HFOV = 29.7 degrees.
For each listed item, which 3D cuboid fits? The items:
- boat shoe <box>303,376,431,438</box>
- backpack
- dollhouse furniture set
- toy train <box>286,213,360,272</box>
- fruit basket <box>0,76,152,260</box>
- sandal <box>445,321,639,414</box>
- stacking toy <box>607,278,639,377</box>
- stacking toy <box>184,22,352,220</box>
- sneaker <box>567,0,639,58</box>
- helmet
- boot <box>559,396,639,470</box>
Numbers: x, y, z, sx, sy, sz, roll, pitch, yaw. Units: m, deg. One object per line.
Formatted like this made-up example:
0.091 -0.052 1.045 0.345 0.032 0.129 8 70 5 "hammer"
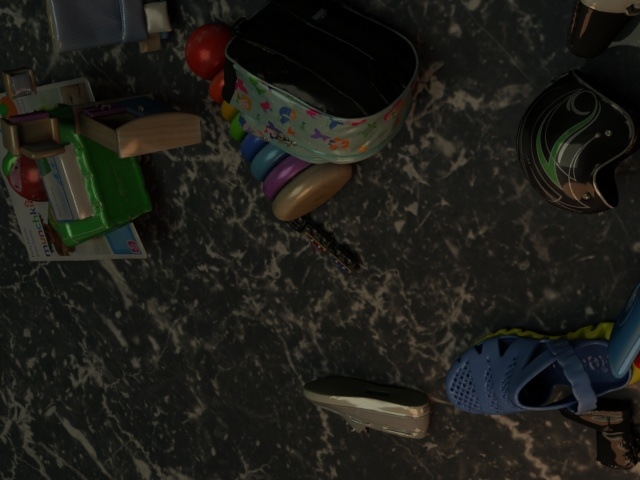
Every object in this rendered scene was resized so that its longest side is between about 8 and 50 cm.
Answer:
0.073 0.282 1.984 0.227 0.079 0.081 7 109 28 "boat shoe"
0.007 -0.225 1.721 0.253 0.225 0.191 25 144 17 "backpack"
-0.340 -0.294 1.841 0.198 0.286 0.303 26 124 55 "dollhouse furniture set"
0.000 0.000 1.944 0.158 0.027 0.036 40 130 13 "toy train"
-0.471 -0.111 2.126 0.353 0.165 0.327 -3 108 38 "fruit basket"
0.309 0.199 1.757 0.317 0.138 0.126 -18 101 39 "sandal"
0.547 0.141 1.579 0.301 0.175 0.166 27 126 8 "stacking toy"
-0.095 -0.198 1.872 0.141 0.141 0.330 -43 77 38 "stacking toy"
0.422 -0.335 1.456 0.146 0.122 0.331 40 127 15 "sneaker"
0.339 -0.122 1.581 0.169 0.169 0.162 38 110 14 "helmet"
0.414 0.284 1.784 0.121 0.045 0.099 1 114 33 "boot"
